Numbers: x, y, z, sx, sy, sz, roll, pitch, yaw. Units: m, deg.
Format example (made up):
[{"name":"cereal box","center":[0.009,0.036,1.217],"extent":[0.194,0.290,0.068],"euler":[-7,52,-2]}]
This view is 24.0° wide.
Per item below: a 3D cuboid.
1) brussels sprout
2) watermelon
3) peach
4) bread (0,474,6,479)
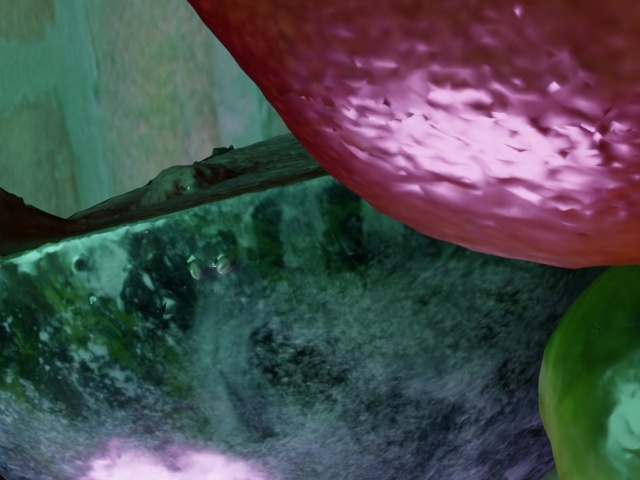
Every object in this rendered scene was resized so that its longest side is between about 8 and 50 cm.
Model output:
[{"name":"brussels sprout","center":[0.148,0.059,0.513],"extent":[0.117,0.155,0.155],"euler":[-98,24,-51]},{"name":"watermelon","center":[0.000,0.000,0.613],"extent":[0.289,0.320,0.214],"euler":[-37,35,29]},{"name":"peach","center":[0.083,-0.148,0.389],"extent":[0.308,0.307,0.332],"euler":[36,129,35]},{"name":"bread","center":[-0.248,0.180,0.925],"extent":[0.232,0.135,0.247],"euler":[17,85,30]}]
